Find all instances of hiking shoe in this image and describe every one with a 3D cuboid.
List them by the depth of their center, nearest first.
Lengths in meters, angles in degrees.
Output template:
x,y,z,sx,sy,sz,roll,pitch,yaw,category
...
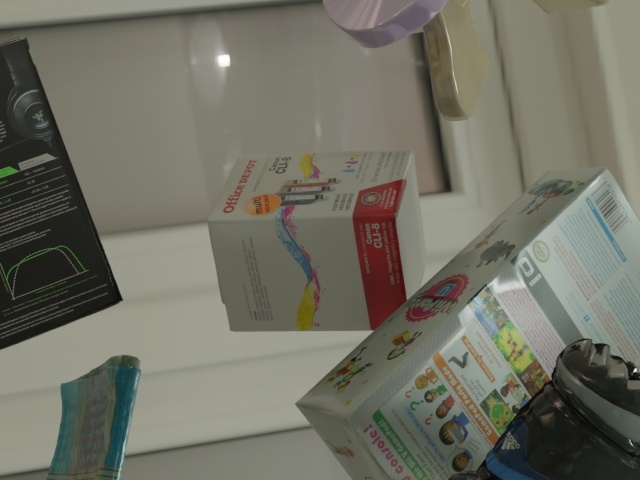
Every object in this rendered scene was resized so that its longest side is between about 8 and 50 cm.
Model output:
x,y,z,sx,sy,sz,roll,pitch,yaw,category
0.221,0.190,0.828,0.304,0.132,0.113,41,11,-18,hiking shoe

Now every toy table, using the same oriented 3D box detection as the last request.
x,y,z,sx,sy,sz,roll,pitch,yaw,category
0.124,-0.260,1.188,0.252,0.161,0.274,13,-110,46,toy table

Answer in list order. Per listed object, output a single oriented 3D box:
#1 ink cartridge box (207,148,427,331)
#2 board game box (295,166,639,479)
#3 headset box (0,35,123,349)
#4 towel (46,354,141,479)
x,y,z,sx,sy,sz,roll,pitch,yaw,category
0.000,0.000,1.207,0.128,0.176,0.127,-71,155,-56,ink cartridge box
0.164,0.119,1.059,0.224,0.303,0.097,55,-21,-17,board game box
-0.321,-0.055,1.281,0.283,0.131,0.246,70,-17,-7,headset box
-0.300,0.330,1.559,0.271,0.040,0.370,-27,-130,62,towel
